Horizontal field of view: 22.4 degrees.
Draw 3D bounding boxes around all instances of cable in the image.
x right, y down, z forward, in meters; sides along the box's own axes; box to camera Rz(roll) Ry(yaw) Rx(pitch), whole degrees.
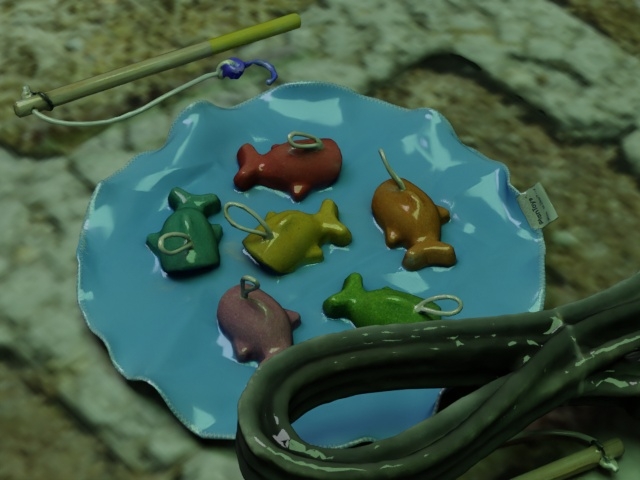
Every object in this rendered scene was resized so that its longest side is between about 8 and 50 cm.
[{"bbox_3d":[0.111,0.028,0.564,0.287,0.072,0.139,2,48,-14],"label":"cable"}]

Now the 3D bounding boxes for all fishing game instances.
[{"bbox_3d":[0.000,0.000,0.625,0.189,0.041,0.264,-17,53,-18],"label":"fishing game"}]
